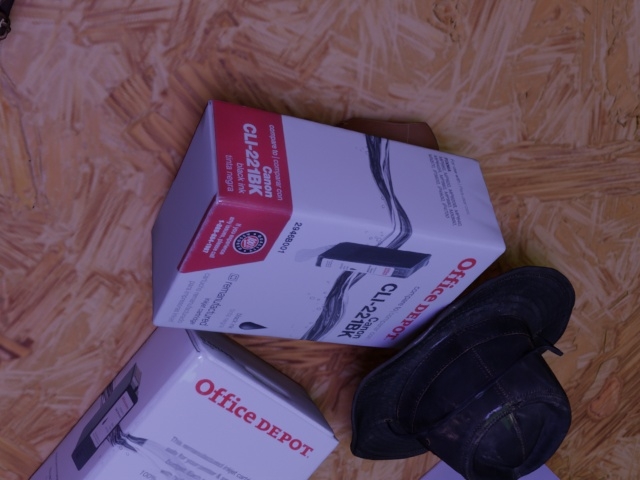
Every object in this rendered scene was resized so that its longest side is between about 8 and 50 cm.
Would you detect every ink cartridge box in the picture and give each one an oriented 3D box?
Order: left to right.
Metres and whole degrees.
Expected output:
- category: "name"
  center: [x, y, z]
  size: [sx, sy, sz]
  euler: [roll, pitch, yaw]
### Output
- category: "ink cartridge box"
  center: [-0.148, 0.236, 0.793]
  size: [0.198, 0.115, 0.273]
  euler: [39, 93, -29]
- category: "ink cartridge box"
  center: [0.000, 0.000, 0.716]
  size: [0.273, 0.114, 0.197]
  euler: [8, 142, -24]

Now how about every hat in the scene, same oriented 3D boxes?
- category: "hat"
  center: [0.187, 0.185, 0.830]
  size: [0.331, 0.134, 0.331]
  euler: [-24, 144, -19]

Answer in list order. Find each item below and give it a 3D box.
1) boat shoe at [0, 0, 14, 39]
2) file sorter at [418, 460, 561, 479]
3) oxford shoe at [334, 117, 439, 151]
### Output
- category: "boat shoe"
  center: [-0.287, -0.179, 0.611]
  size: [0.207, 0.073, 0.073]
  euler: [-35, 120, 2]
- category: "file sorter"
  center: [0.199, 0.403, 0.950]
  size: [0.278, 0.193, 0.173]
  euler: [-41, 121, -3]
- category: "oxford shoe"
  center: [0.016, -0.085, 0.773]
  size: [0.212, 0.076, 0.076]
  euler: [-4, 72, -11]
